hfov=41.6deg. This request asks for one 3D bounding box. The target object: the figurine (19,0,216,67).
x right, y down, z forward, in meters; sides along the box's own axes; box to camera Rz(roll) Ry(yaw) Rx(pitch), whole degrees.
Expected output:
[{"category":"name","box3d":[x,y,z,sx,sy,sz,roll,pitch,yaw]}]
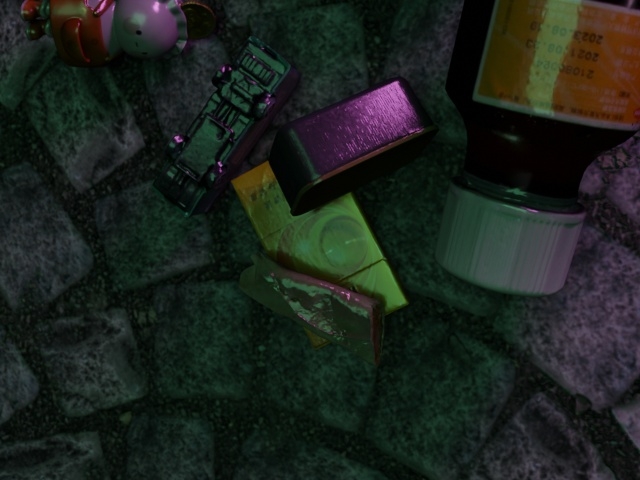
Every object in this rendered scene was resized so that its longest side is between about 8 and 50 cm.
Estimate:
[{"category":"figurine","box3d":[-0.288,-0.317,1.204,0.272,0.143,0.143,-9,91,-5]}]

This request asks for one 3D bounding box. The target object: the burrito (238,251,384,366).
[{"category":"burrito","box3d":[-0.008,0.083,1.132,0.226,0.060,0.087,25,104,11]}]

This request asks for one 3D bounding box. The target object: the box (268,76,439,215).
[{"category":"box","box3d":[0.037,-0.123,1.086,0.201,0.144,0.090,-26,82,-14]}]

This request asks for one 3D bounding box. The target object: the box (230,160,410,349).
[{"category":"box","box3d":[0.000,0.000,1.181,0.152,0.043,0.269,-27,86,14]}]

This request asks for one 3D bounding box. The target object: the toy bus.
[{"category":"toy bus","box3d":[-0.131,-0.155,1.174,0.091,0.109,0.261,40,104,8]}]

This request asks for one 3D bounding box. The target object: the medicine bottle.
[{"category":"medicine bottle","box3d":[0.256,-0.139,1.021,0.243,0.242,0.394,18,111,13]}]
